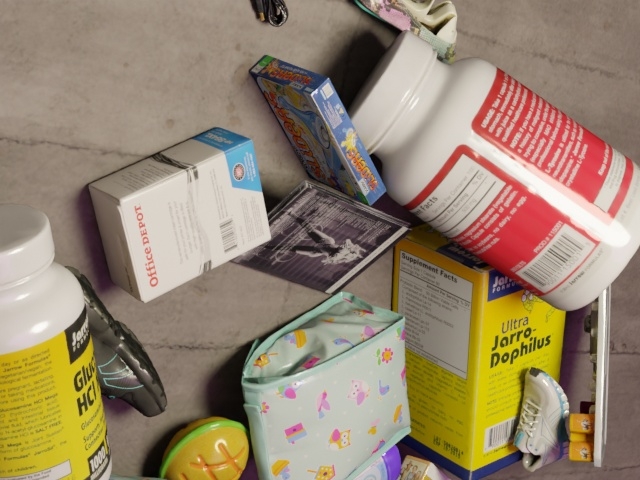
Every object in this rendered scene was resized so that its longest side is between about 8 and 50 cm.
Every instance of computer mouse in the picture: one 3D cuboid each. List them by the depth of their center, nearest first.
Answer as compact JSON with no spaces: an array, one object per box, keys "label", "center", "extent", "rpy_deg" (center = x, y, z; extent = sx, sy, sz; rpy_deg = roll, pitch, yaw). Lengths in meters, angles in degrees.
[{"label":"computer mouse","center":[-0.007,-0.353,1.652],"extent":[0.193,0.042,0.106],"rpy_deg":[-31,125,-28]}]

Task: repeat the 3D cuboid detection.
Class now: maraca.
[{"label":"maraca","center":[-0.171,0.317,1.761],"extent":[0.127,0.099,0.186],"rpy_deg":[20,115,-40]}]

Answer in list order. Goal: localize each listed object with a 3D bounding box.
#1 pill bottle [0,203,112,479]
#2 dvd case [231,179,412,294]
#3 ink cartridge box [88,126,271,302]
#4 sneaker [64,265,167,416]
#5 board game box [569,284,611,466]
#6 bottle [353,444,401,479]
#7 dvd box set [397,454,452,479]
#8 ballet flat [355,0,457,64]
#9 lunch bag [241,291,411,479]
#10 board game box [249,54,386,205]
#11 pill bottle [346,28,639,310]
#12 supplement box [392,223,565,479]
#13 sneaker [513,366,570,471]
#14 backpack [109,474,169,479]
[{"label":"pill bottle","center":[-0.346,0.138,1.422],"extent":[0.188,0.188,0.334],"rpy_deg":[-23,122,-33]},{"label":"dvd case","center":[0.000,0.000,1.767],"extent":[0.221,0.018,0.164],"rpy_deg":[21,128,-44]},{"label":"ink cartridge box","center":[-0.176,-0.035,1.610],"extent":[0.203,0.086,0.148],"rpy_deg":[-26,123,-30]},{"label":"sneaker","center":[-0.287,0.142,1.602],"extent":[0.106,0.101,0.267],"rpy_deg":[-34,128,-1]},{"label":"board game box","center":[0.436,0.147,2.043],"extent":[0.390,0.050,0.390],"rpy_deg":[17,75,-76]},{"label":"bottle","center":[-0.009,0.390,1.925],"extent":[0.282,0.092,0.118],"rpy_deg":[-31,146,-23]},{"label":"dvd box set","center":[0.142,0.594,2.014],"extent":[0.307,0.062,0.420],"rpy_deg":[45,66,-36]},{"label":"ballet flat","center":[0.138,-0.313,1.765],"extent":[0.079,0.077,0.221],"rpy_deg":[-38,136,25]},{"label":"lunch bag","center":[-0.005,0.231,1.826],"extent":[0.262,0.160,0.223],"rpy_deg":[-30,126,-36]},{"label":"board game box","center":[-0.002,-0.145,1.680],"extent":[0.035,0.136,0.201],"rpy_deg":[-44,130,-17]},{"label":"pill bottle","center":[0.234,-0.101,1.736],"extent":[0.407,0.229,0.229],"rpy_deg":[34,83,-7]},{"label":"supplement box","center":[0.242,0.158,1.981],"extent":[0.195,0.194,0.357],"rpy_deg":[-16,118,-36]},{"label":"sneaker","center":[0.326,0.278,1.925],"extent":[0.083,0.071,0.191],"rpy_deg":[-29,125,-22]},{"label":"backpack","center":[-0.244,0.375,1.677],"extent":[0.182,0.152,0.115],"rpy_deg":[7,101,3]}]
